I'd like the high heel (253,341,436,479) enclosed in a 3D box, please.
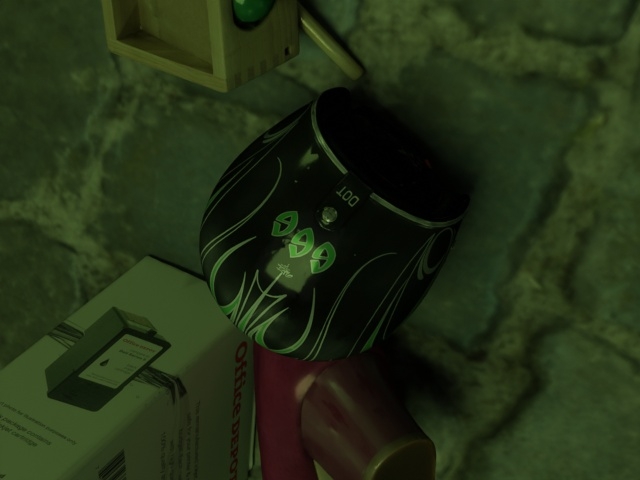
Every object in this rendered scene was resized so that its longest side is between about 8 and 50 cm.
[{"bbox_3d":[0.003,0.200,1.130,0.181,0.127,0.377,52,146,35],"label":"high heel"}]

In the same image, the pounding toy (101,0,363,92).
[{"bbox_3d":[-0.058,-0.161,0.916,0.141,0.100,0.130,23,130,34],"label":"pounding toy"}]

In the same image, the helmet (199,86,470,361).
[{"bbox_3d":[0.000,0.000,0.938,0.169,0.169,0.161,42,117,3],"label":"helmet"}]

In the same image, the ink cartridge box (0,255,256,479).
[{"bbox_3d":[-0.169,0.170,1.082,0.114,0.273,0.198,24,130,23],"label":"ink cartridge box"}]
